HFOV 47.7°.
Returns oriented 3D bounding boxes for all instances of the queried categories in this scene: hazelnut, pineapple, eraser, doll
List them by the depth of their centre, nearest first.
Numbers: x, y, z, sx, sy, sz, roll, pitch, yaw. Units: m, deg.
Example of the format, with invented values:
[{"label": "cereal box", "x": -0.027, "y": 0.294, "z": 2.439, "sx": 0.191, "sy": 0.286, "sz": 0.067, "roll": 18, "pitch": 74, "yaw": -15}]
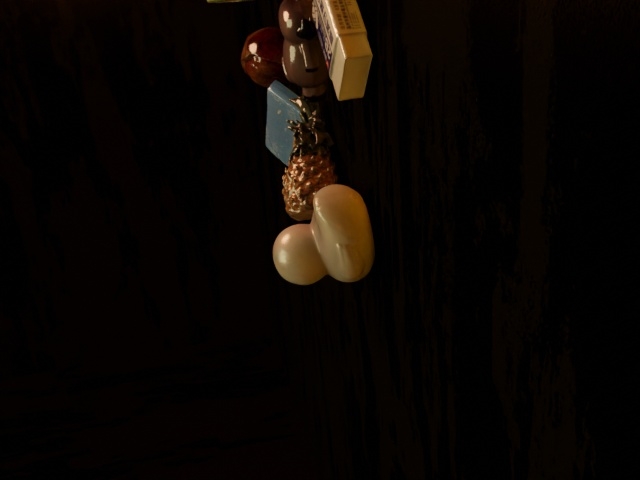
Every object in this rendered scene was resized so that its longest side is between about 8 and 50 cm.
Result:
[{"label": "eraser", "x": 0.039, "y": -0.384, "z": 1.354, "sx": 0.124, "sy": 0.067, "sz": 0.210, "roll": 104, "pitch": 155, "yaw": -61}, {"label": "doll", "x": 0.000, "y": 0.000, "z": 1.535, "sx": 0.251, "sy": 0.220, "sz": 0.221, "roll": 94, "pitch": 164, "yaw": -53}, {"label": "doll", "x": -0.028, "y": -0.428, "z": 1.561, "sx": 0.182, "sy": 0.117, "sz": 0.257, "roll": -109, "pitch": 12, "yaw": -45}, {"label": "pineapple", "x": -0.026, "y": -0.206, "z": 1.759, "sx": 0.170, "sy": 0.141, "sz": 0.310, "roll": 30, "pitch": -125, "yaw": -70}, {"label": "hazelnut", "x": -0.134, "y": -0.494, "z": 1.961, "sx": 0.202, "sy": 0.170, "sz": 0.161, "roll": -95, "pitch": -3, "yaw": -75}, {"label": "eraser", "x": -0.092, "y": -0.314, "z": 2.059, "sx": 0.144, "sy": 0.042, "sz": 0.312, "roll": 40, "pitch": 158, "yaw": 12}]

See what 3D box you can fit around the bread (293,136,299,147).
[{"label": "bread", "x": -0.029, "y": -0.221, "z": 1.918, "sx": 0.140, "sy": 0.069, "sz": 0.128, "roll": -134, "pitch": 37, "yaw": -72}]
